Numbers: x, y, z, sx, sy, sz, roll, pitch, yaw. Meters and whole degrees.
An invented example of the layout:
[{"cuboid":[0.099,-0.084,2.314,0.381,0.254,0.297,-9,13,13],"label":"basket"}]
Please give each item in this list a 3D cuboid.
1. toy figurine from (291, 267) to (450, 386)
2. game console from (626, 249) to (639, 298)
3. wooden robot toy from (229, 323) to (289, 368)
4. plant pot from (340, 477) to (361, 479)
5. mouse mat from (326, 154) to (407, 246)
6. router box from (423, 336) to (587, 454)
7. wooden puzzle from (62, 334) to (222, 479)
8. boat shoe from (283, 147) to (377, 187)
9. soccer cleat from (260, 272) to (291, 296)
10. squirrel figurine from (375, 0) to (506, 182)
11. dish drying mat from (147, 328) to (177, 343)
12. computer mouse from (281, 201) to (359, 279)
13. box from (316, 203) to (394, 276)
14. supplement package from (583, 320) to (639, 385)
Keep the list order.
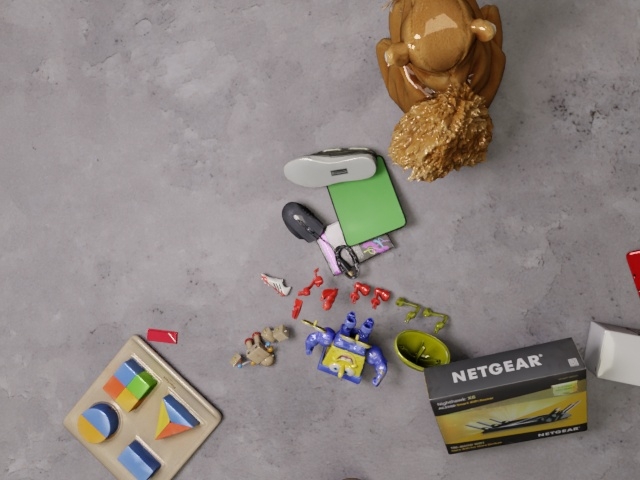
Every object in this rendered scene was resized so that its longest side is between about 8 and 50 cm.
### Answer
[{"cuboid":[0.096,0.246,1.282,0.362,0.191,0.217,19,128,0],"label":"toy figurine"},{"cuboid":[0.756,0.072,1.181,0.124,0.085,0.144,-18,90,-20],"label":"game console"},{"cuboid":[-0.138,0.272,1.352,0.173,0.076,0.079,-38,121,10],"label":"wooden robot toy"},{"cuboid":[0.010,0.707,1.259,0.229,0.263,0.263,-28,87,29],"label":"plant pot"},{"cuboid":[0.104,-0.093,1.280,0.152,0.007,0.190,-21,74,11],"label":"mouse mat"},{"cuboid":[0.396,0.339,1.163,0.308,0.081,0.243,-15,130,12],"label":"router box"},{"cuboid":[-0.474,0.470,1.407,0.322,0.080,0.348,41,99,6],"label":"wooden puzzle"},{"cuboid":[0.025,-0.176,1.284,0.219,0.070,0.078,-2,127,11],"label":"boat shoe"},{"cuboid":[-0.110,0.103,1.346,0.083,0.029,0.036,40,90,4],"label":"soccer cleat"},{"cuboid":[0.249,-0.318,1.079,0.280,0.370,0.398,-6,92,11],"label":"squirrel figurine"},{"cuboid":[-0.411,0.249,1.420,0.083,0.008,0.032,4,94,11],"label":"dish drying mat"},{"cuboid":[0.000,0.000,1.283,0.242,0.041,0.071,42,99,7],"label":"computer mouse"},{"cuboid":[0.078,-0.001,1.302,0.162,0.029,0.116,-26,86,13],"label":"box"},{"cuboid":[0.671,0.246,1.160,0.179,0.105,0.105,10,95,10],"label":"supplement package"}]
